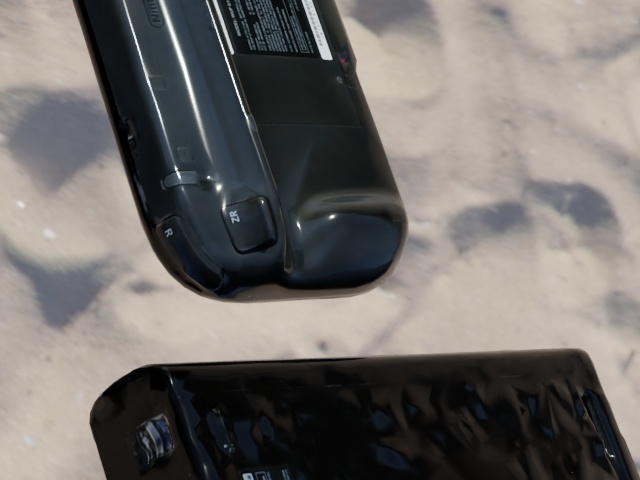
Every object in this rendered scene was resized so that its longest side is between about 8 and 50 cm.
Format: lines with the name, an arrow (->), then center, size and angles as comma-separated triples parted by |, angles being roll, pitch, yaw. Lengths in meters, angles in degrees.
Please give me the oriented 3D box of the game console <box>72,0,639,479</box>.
game console -> 0.000, 0.000, 0.566 | 0.213, 0.044, 0.361 | 3, 62, -49
